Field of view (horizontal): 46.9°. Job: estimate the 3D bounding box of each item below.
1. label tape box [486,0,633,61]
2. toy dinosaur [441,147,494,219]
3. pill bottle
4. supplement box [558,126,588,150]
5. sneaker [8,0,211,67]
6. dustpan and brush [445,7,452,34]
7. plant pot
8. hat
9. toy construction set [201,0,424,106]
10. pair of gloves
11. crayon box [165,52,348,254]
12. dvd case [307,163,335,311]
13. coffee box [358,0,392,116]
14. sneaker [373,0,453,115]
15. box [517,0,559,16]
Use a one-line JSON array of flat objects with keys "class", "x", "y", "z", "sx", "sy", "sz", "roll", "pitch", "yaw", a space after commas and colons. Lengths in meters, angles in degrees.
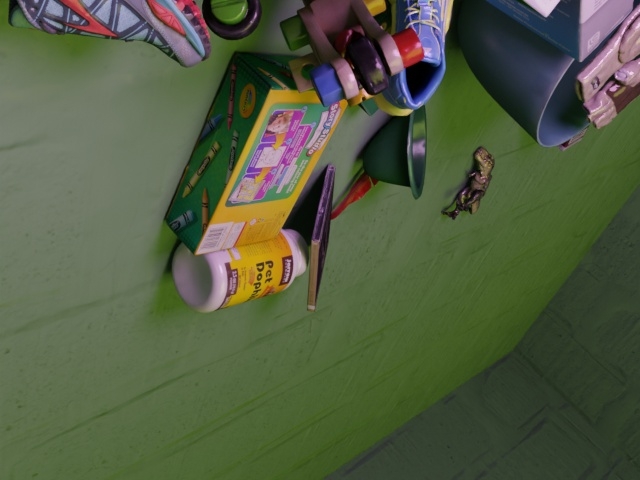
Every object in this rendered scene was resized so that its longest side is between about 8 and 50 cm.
[{"class": "label tape box", "x": 0.253, "y": -0.404, "z": 0.882, "sx": 0.115, "sy": 0.249, "sz": 0.347, "roll": -44, "pitch": 153, "yaw": -3}, {"class": "toy dinosaur", "x": 0.349, "y": -0.102, "z": 1.724, "sx": 0.118, "sy": 0.064, "sz": 0.268, "roll": -42, "pitch": 159, "yaw": -20}, {"class": "pill bottle", "x": -0.119, "y": 0.037, "z": 1.168, "sx": 0.215, "sy": 0.117, "sz": 0.117, "roll": -14, "pitch": 141, "yaw": -48}, {"class": "supplement box", "x": 0.533, "y": -0.323, "z": 1.571, "sx": 0.073, "sy": 0.130, "sz": 0.239, "roll": -29, "pitch": 150, "yaw": -29}, {"class": "sneaker", "x": -0.210, "y": -0.225, "z": 0.632, "sx": 0.125, "sy": 0.104, "sz": 0.262, "roll": -39, "pitch": 133, "yaw": 18}, {"class": "dustpan and brush", "x": 0.132, "y": -0.296, "z": 1.031, "sx": 0.147, "sy": 0.060, "sz": 0.211, "roll": 32, "pitch": 60, "yaw": -57}, {"class": "plant pot", "x": 0.363, "y": -0.335, "z": 1.174, "sx": 0.293, "sy": 0.235, "sz": 0.293, "roll": -34, "pitch": 153, "yaw": -20}, {"class": "hat", "x": 0.084, "y": -0.151, "z": 1.293, "sx": 0.173, "sy": 0.184, "sz": 0.208, "roll": 30, "pitch": 63, "yaw": -71}, {"class": "toy construction set", "x": 0.032, "y": -0.291, "z": 0.817, "sx": 0.309, "sy": 0.257, "sz": 0.237, "roll": -48, "pitch": 179, "yaw": 3}, {"class": "pair of gloves", "x": 0.463, "y": -0.271, "z": 1.097, "sx": 0.204, "sy": 0.042, "sz": 0.240, "roll": -46, "pitch": 153, "yaw": 13}, {"class": "crayon box", "x": -0.087, "y": -0.116, "z": 1.023, "sx": 0.165, "sy": 0.081, "sz": 0.278, "roll": -12, "pitch": 140, "yaw": -49}, {"class": "dvd case", "x": 0.000, "y": 0.000, "z": 1.288, "sx": 0.221, "sy": 0.018, "sz": 0.164, "roll": 94, "pitch": 7, "yaw": -54}, {"class": "coffee box", "x": 0.074, "y": -0.266, "z": 1.079, "sx": 0.113, "sy": 0.040, "sz": 0.184, "roll": -47, "pitch": 154, "yaw": 5}, {"class": "sneaker", "x": 0.134, "y": -0.270, "z": 0.927, "sx": 0.091, "sy": 0.126, "sz": 0.240, "roll": 5, "pitch": 105, "yaw": -15}, {"class": "box", "x": 0.142, "y": -0.355, "z": 0.583, "sx": 0.262, "sy": 0.126, "sz": 0.231, "roll": 27, "pitch": 112, "yaw": -22}]
